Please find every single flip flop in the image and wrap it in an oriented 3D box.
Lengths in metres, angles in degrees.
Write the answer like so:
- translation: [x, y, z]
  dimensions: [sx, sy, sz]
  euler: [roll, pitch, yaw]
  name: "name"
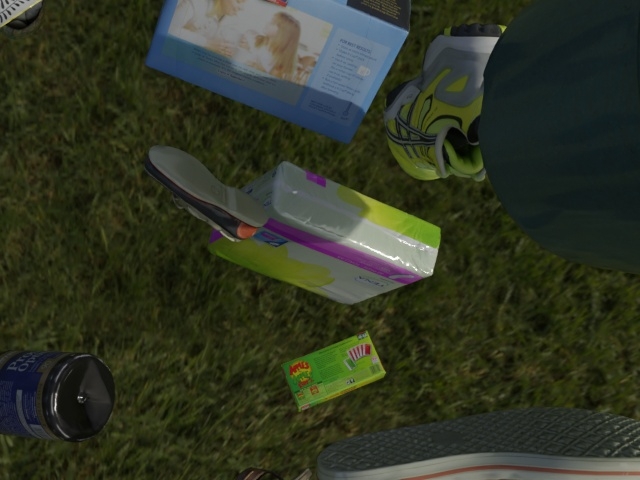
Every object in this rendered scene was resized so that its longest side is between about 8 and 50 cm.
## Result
- translation: [-0.152, 0.487, 1.802]
  dimensions: [0.277, 0.112, 0.080]
  euler: [-17, 78, 1]
  name: "flip flop"

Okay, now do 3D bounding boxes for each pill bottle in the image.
- translation: [-0.408, 0.216, 1.310]
  dimensions: [0.219, 0.123, 0.122]
  euler: [-2, 61, 32]
  name: "pill bottle"

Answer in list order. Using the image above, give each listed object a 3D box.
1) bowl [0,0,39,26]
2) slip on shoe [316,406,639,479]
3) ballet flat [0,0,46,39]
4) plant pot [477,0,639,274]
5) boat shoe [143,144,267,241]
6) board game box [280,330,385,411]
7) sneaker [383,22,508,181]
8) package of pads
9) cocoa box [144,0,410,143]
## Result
- translation: [-0.469, -0.360, 1.350]
  dimensions: [0.170, 0.170, 0.080]
  euler: [-44, 115, -25]
  name: "bowl"
- translation: [0.164, 0.216, 0.819]
  dimensions: [0.331, 0.123, 0.101]
  euler: [-8, 101, 3]
  name: "slip on shoe"
- translation: [-0.491, -0.502, 1.529]
  dimensions: [0.123, 0.123, 0.348]
  euler: [7, 111, -11]
  name: "ballet flat"
- translation: [0.300, -0.105, 0.663]
  dimensions: [0.341, 0.334, 0.341]
  euler: [0, 90, -19]
  name: "plant pot"
- translation: [-0.112, -0.041, 0.869]
  dimensions: [0.137, 0.043, 0.049]
  euler: [31, 39, -33]
  name: "boat shoe"
- translation: [0.024, 0.254, 1.798]
  dimensions: [0.181, 0.043, 0.092]
  euler: [-21, 71, -9]
  name: "board game box"
- translation: [0.163, -0.141, 1.230]
  dimensions: [0.145, 0.384, 0.147]
  euler: [3, 75, -3]
  name: "sneaker"
- translation: [0.000, 0.000, 1.432]
  dimensions: [0.297, 0.229, 0.101]
  euler: [22, 64, -26]
  name: "package of pads"
- translation: [-0.059, -0.349, 1.435]
  dimensions: [0.347, 0.231, 0.228]
  euler: [20, 40, -11]
  name: "cocoa box"
